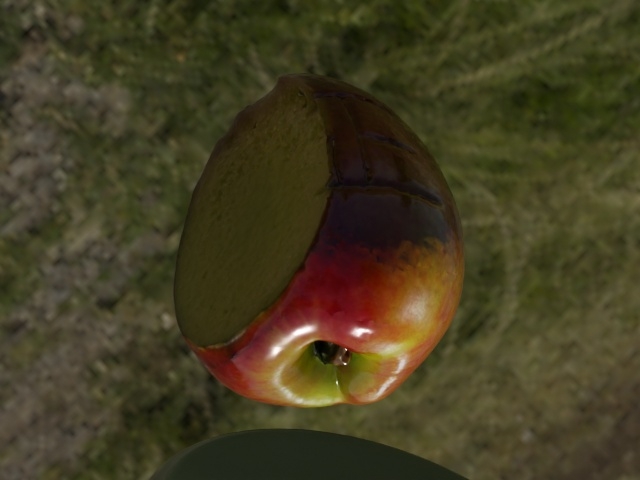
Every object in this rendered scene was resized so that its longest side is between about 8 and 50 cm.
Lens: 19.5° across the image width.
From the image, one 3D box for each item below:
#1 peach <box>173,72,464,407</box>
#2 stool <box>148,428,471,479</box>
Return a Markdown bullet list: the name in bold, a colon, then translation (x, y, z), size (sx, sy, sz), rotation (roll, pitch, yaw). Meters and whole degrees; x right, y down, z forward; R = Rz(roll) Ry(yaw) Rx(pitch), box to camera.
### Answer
- **peach**: translation (0.000, 0.000, 1.566), size (0.249, 0.274, 0.245), rotation (-14, 154, 20)
- **stool**: translation (-0.006, 0.213, 0.826), size (0.195, 0.195, 0.198), rotation (12, 110, -10)
